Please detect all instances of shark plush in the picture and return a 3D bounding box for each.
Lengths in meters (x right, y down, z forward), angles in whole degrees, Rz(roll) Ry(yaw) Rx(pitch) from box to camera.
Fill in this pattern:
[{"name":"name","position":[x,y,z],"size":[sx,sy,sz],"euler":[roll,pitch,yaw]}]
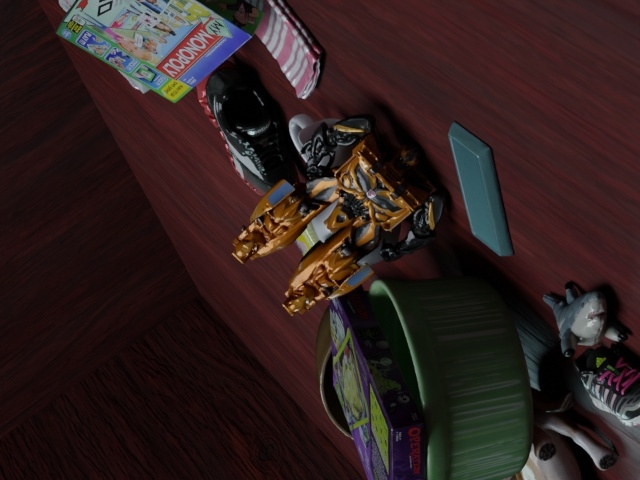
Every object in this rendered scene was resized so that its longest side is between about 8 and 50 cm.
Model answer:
[{"name":"shark plush","position":[0.294,0.076,1.314],"size":[0.161,0.073,0.067],"euler":[-73,-31,-80]}]

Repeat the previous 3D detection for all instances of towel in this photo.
[{"name":"towel","position":[-0.068,-0.298,1.617],"size":[0.197,0.029,0.144],"euler":[52,167,8]}]

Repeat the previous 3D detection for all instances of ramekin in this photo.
[{"name":"ramekin","position":[0.169,0.190,1.556],"size":[0.303,0.148,0.303],"euler":[171,90,-81]}]

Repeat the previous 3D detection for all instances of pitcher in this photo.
[{"name":"pitcher","position":[0.027,-0.078,1.652],"size":[0.178,0.125,0.207],"euler":[32,146,59]}]

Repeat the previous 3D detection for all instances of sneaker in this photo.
[{"name":"sneaker","position":[0.329,0.154,1.293],"size":[0.075,0.063,0.170],"euler":[49,173,-7]},{"name":"sneaker","position":[-0.108,-0.169,1.942],"size":[0.276,0.097,0.135],"euler":[61,168,-24]}]

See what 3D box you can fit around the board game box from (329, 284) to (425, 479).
[{"name":"board game box","position":[0.071,0.218,1.572],"size":[0.347,0.056,0.208],"euler":[-113,21,-56]}]

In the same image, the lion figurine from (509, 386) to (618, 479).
[{"name":"lion figurine","position":[0.319,0.316,1.666],"size":[0.240,0.142,0.392],"euler":[-132,26,-57]}]

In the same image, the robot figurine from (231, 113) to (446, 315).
[{"name":"robot figurine","position":[0.024,-0.029,1.531],"size":[0.211,0.085,0.291],"euler":[45,126,-6]}]

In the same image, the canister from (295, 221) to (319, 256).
[{"name":"canister","position":[0.000,0.000,2.059],"size":[0.170,0.073,0.126],"euler":[61,166,-22]}]

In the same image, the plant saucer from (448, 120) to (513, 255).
[{"name":"plant saucer","position":[0.187,-0.054,1.367],"size":[0.067,0.018,0.192],"euler":[43,162,40]}]

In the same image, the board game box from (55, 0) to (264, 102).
[{"name":"board game box","position":[-0.238,-0.311,1.671],"size":[0.213,0.046,0.317],"euler":[31,157,-18]}]

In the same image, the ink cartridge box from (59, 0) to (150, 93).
[{"name":"ink cartridge box","position":[-0.331,-0.458,1.845],"size":[0.279,0.160,0.385],"euler":[49,166,19]}]

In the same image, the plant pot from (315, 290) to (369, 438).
[{"name":"plant pot","position":[0.089,0.180,1.935],"size":[0.237,0.237,0.254],"euler":[58,177,-20]}]
